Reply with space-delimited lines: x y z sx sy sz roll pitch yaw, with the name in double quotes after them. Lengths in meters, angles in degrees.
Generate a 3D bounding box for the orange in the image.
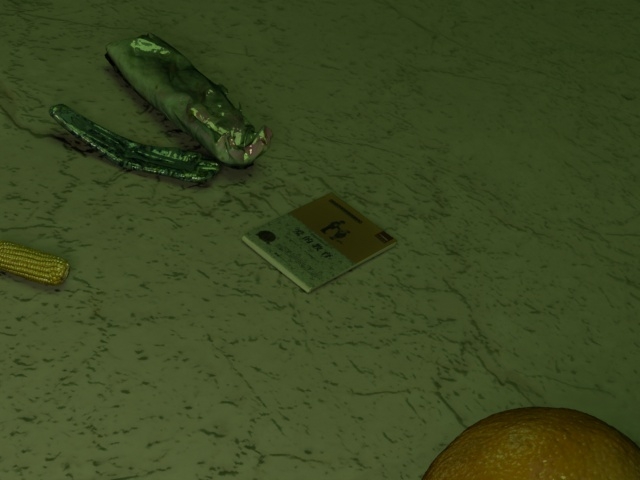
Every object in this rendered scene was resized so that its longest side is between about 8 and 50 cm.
0.195 0.279 1.143 0.264 0.264 0.264 11 37 -8 "orange"

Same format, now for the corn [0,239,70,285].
-0.323 0.025 1.422 0.092 0.037 0.037 19 36 0 "corn"

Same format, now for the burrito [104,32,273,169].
-0.181 -0.192 1.738 0.096 0.066 0.309 -20 48 -37 "burrito"

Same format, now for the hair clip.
-0.240 -0.120 1.644 0.229 0.036 0.066 21 40 -6 "hair clip"

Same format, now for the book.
0.000 0.000 1.606 0.118 0.012 0.172 37 41 24 "book"
